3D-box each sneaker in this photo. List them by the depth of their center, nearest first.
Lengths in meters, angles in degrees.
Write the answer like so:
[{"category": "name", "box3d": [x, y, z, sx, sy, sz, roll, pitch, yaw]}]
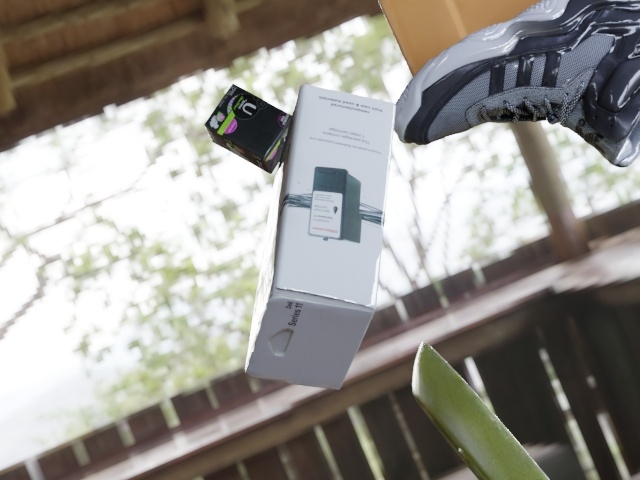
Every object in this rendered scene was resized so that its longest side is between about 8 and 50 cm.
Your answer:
[{"category": "sneaker", "box3d": [0.202, -0.122, 1.369, 0.269, 0.153, 0.101, -28, -21, 5]}]

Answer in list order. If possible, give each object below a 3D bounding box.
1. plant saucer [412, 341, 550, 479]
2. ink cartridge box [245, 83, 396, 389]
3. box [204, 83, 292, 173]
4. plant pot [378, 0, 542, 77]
[{"category": "plant saucer", "box3d": [0.148, 0.187, 1.264, 0.037, 0.241, 0.241, -39, 0, -4]}, {"category": "ink cartridge box", "box3d": [0.000, 0.000, 1.288, 0.087, 0.208, 0.153, 11, -33, -6]}, {"category": "box", "box3d": [-0.077, -0.126, 1.736, 0.062, 0.083, 0.052, -57, -16, -12]}, {"category": "plant pot", "box3d": [0.152, -0.300, 1.545, 0.203, 0.291, 0.291, -21, -1, 9]}]
